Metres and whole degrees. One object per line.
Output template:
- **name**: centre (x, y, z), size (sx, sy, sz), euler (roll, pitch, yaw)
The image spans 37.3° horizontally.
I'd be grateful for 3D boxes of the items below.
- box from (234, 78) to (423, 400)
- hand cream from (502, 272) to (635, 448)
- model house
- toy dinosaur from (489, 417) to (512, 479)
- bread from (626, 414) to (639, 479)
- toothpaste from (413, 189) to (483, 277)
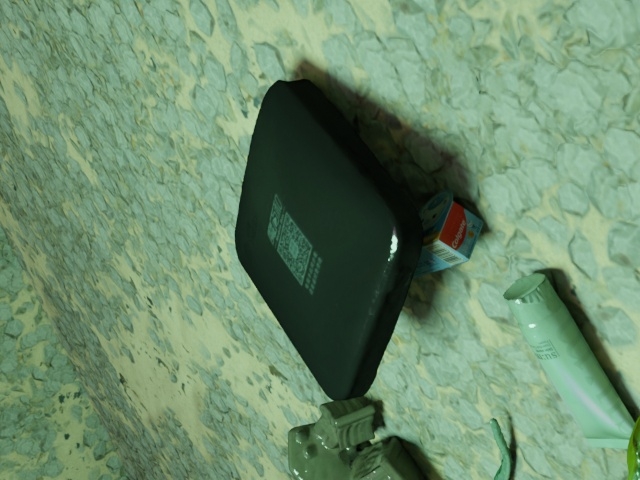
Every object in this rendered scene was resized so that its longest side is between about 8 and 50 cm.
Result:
- **box**: centre (0.000, 0.000, 1.076), size (0.289, 0.073, 0.290), euler (53, 143, 37)
- **hand cream**: centre (0.251, 0.127, 0.946), size (0.078, 0.050, 0.204), euler (-17, 109, 55)
- **model house**: centre (0.062, 0.334, 1.364), size (0.229, 0.122, 0.188), euler (54, 149, 10)
- **toy dinosaur**: centre (0.233, 0.384, 1.195), size (0.129, 0.076, 0.383), euler (-117, 25, -43)
- **bread**: centre (0.420, 0.217, 0.707), size (0.384, 0.112, 0.166), euler (29, 113, 34)
- **toothpaste**: centre (0.104, 0.001, 1.043), size (0.044, 0.070, 0.193), euler (32, 156, -17)
